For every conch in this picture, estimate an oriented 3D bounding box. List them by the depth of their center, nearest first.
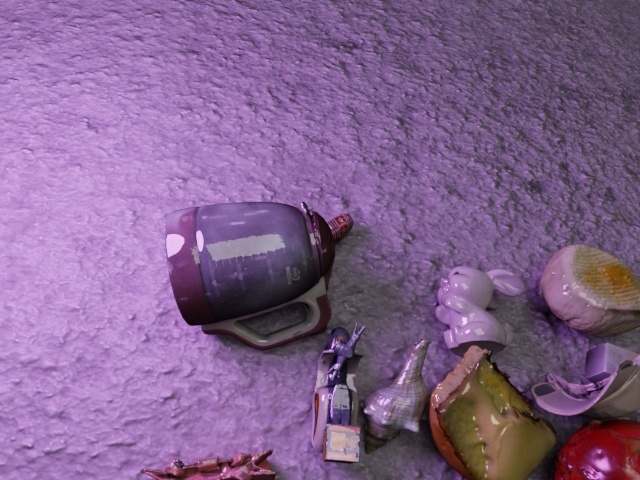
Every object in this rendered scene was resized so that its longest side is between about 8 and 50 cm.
[{"bbox_3d":[0.162,0.320,0.966,0.234,0.137,0.114,-42,62,-6],"label":"conch"}]

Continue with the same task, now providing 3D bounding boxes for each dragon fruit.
[{"bbox_3d":[0.563,0.449,0.908,0.252,0.241,0.241,23,59,24],"label":"dragon fruit"}]

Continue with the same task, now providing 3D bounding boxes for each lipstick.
[{"bbox_3d":[0.781,0.332,1.090,0.371,0.080,0.076,21,61,3],"label":"lipstick"}]

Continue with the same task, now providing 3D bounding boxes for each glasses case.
[{"bbox_3d":[0.000,0.000,1.146,0.194,0.073,0.049,-32,80,-23],"label":"glasses case"}]

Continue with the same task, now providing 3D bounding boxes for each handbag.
[{"bbox_3d":[-0.186,0.403,0.845,0.212,0.157,0.059,-3,62,-12],"label":"handbag"}]

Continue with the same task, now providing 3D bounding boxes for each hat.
[{"bbox_3d":[0.549,0.310,0.966,0.226,0.219,0.164,-33,89,-49],"label":"hat"}]

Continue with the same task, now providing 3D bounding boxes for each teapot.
[{"bbox_3d":[-0.120,0.071,0.998,0.312,0.233,0.315,-9,103,-2],"label":"teapot"}]

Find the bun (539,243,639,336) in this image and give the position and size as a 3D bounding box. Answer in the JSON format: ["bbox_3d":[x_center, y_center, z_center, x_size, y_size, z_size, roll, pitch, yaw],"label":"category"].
[{"bbox_3d":[0.613,0.129,1.135,0.243,0.153,0.244,12,41,-11],"label":"bun"}]

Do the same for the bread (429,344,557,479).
[{"bbox_3d":[0.302,0.355,0.956,0.204,0.162,0.262,-41,97,-27],"label":"bread"}]

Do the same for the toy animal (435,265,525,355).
[{"bbox_3d":[0.347,0.155,1.088,0.178,0.127,0.193,13,59,-4],"label":"toy animal"}]

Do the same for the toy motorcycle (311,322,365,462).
[{"bbox_3d":[0.037,0.285,0.949,0.090,0.157,0.263,8,62,-7],"label":"toy motorcycle"}]
